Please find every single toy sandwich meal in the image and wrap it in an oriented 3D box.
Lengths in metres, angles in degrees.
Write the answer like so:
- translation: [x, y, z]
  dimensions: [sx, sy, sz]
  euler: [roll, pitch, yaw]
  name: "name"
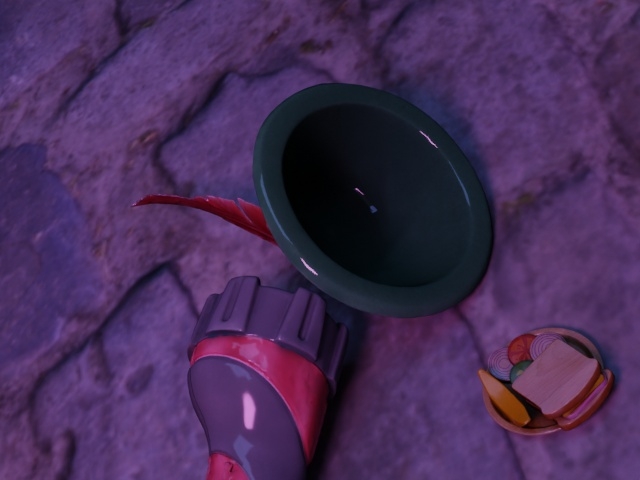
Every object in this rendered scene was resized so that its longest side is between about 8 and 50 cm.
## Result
- translation: [0.134, 0.083, 0.793]
  dimensions: [0.085, 0.029, 0.086]
  euler: [-17, 46, 18]
  name: "toy sandwich meal"

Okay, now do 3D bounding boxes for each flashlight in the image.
- translation: [-0.065, 0.170, 0.786]
  dimensions: [0.103, 0.103, 0.304]
  euler: [-2, 51, 29]
  name: "flashlight"

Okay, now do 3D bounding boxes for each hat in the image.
- translation: [0.000, 0.000, 0.947]
  dimensions: [0.173, 0.183, 0.209]
  euler: [-14, 68, -31]
  name: "hat"
